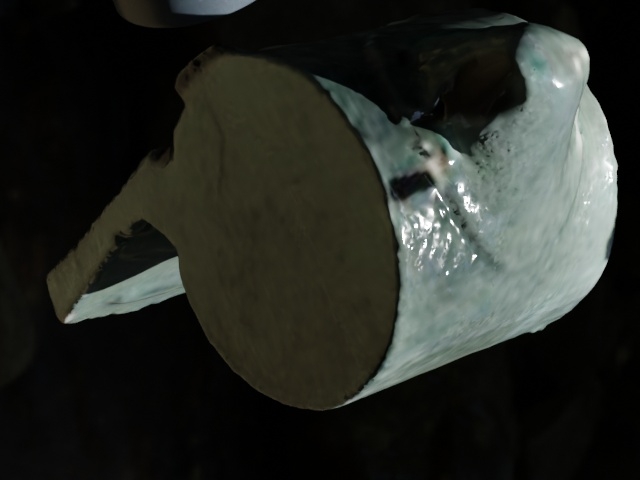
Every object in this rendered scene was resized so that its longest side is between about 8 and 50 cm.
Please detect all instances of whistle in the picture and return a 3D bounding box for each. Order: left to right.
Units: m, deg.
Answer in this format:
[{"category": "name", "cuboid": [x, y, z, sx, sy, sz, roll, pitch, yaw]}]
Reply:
[{"category": "whistle", "cuboid": [-0.014, -0.028, 0.910, 0.168, 0.404, 0.188, -17, 106, -40]}]

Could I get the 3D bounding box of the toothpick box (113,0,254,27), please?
[{"category": "toothpick box", "cuboid": [-0.084, -0.204, 0.866, 0.101, 0.101, 0.153, -59, 144, -43]}]
